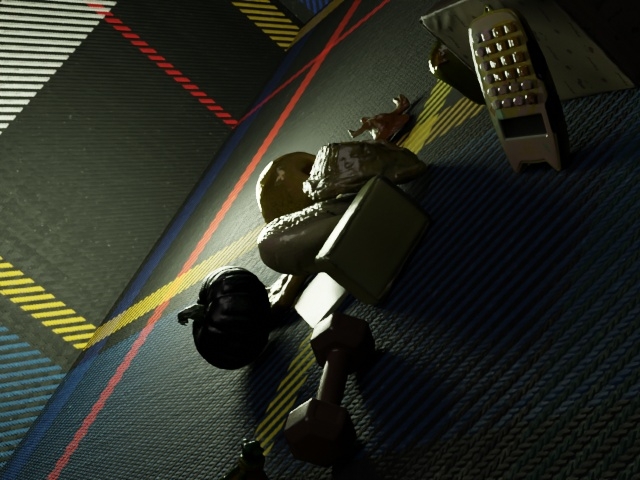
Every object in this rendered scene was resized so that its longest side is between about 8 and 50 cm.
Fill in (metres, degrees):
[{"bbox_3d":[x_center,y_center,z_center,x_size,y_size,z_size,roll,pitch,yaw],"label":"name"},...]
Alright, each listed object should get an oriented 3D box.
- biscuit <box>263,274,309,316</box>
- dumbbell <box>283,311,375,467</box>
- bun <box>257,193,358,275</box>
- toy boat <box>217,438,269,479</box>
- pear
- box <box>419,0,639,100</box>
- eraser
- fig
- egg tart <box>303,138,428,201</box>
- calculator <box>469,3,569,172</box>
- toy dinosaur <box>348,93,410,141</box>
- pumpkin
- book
[{"bbox_3d":[-0.079,0.085,1.847,0.183,0.039,0.174,-27,29,51],"label":"biscuit"},{"bbox_3d":[0.016,0.193,1.280,0.230,0.092,0.082,-73,1,-52],"label":"dumbbell"},{"bbox_3d":[0.000,0.000,1.649,0.237,0.116,0.210,-24,10,-37],"label":"bun"},{"bbox_3d":[-0.134,0.343,1.329,0.229,0.088,0.089,-39,19,34],"label":"toy boat"},{"bbox_3d":[-0.050,-0.091,1.980,0.178,0.178,0.178,-45,17,18],"label":"pear"},{"bbox_3d":[0.333,-0.333,1.361,0.190,0.225,0.297,-54,18,-12],"label":"box"},{"bbox_3d":[0.083,0.000,1.475,0.172,0.117,0.058,-57,13,-22],"label":"eraser"},{"bbox_3d":[0.257,-0.302,1.624,0.154,0.166,0.144,108,146,-44],"label":"fig"},{"bbox_3d":[0.071,-0.132,1.681,0.232,0.098,0.252,-7,9,20],"label":"egg tart"},{"bbox_3d":[0.267,-0.206,1.297,0.033,0.236,0.157,-24,11,-16],"label":"calculator"},{"bbox_3d":[0.137,-0.224,1.978,0.142,0.057,0.212,-28,32,6],"label":"toy dinosaur"},{"bbox_3d":[-0.161,0.139,1.738,0.194,0.150,0.194,-16,63,35],"label":"pumpkin"},{"bbox_3d":[0.008,0.090,1.653,0.118,0.012,0.172,-49,16,-2],"label":"book"}]
